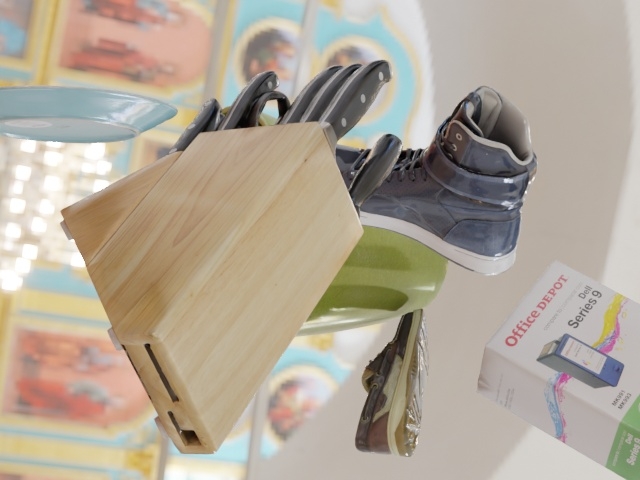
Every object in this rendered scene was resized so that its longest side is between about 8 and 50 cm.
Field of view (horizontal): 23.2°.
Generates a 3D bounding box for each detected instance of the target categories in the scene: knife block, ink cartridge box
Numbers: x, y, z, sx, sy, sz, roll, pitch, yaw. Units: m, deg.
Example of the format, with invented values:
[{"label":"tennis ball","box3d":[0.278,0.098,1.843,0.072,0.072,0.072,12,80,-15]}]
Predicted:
[{"label":"knife block","box3d":[-0.027,-0.014,0.960,0.088,0.242,0.276,66,-7,-28]},{"label":"ink cartridge box","box3d":[0.295,0.139,1.653,0.154,0.212,0.093,-45,152,-34]}]

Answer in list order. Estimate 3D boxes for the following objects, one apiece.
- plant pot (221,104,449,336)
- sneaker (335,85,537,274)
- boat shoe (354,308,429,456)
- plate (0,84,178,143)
[{"label":"plant pot","box3d":[0.000,0.000,1.876,0.275,0.293,0.275,-23,-118,53]},{"label":"sneaker","box3d":[0.085,-0.079,1.392,0.163,0.226,0.086,99,17,-44]},{"label":"boat shoe","box3d":[0.082,0.160,1.800,0.223,0.073,0.080,-77,159,-50]},{"label":"plate","box3d":[-0.212,-0.100,1.285,0.188,0.188,0.024,171,-79,-67]}]
